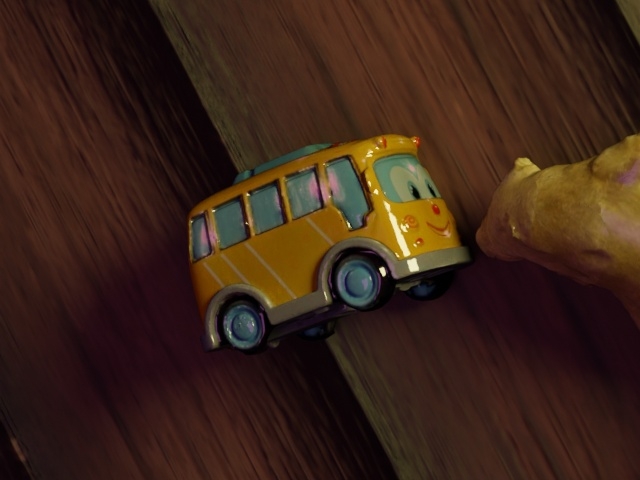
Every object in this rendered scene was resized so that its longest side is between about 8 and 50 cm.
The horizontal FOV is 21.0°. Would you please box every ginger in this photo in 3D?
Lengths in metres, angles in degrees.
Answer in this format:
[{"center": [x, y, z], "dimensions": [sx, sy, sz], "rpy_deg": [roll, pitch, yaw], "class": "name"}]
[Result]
[{"center": [0.303, 0.002, 1.147], "dimensions": [0.348, 0.122, 0.363], "rpy_deg": [37, 125, 5], "class": "ginger"}]

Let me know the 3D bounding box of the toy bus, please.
[{"center": [0.000, 0.000, 1.295], "dimensions": [0.209, 0.126, 0.136], "rpy_deg": [-21, 83, 28], "class": "toy bus"}]
